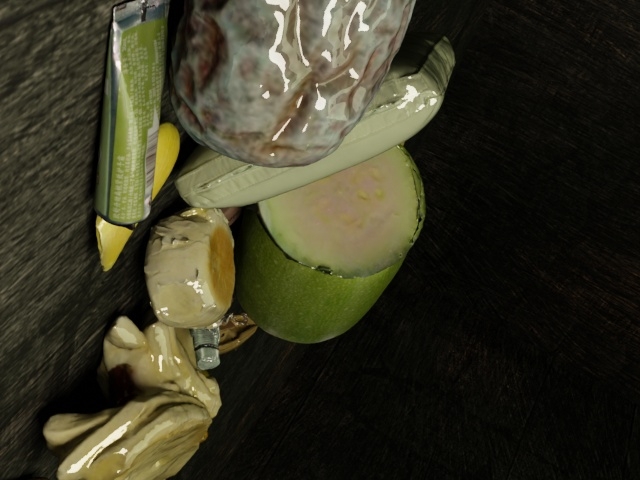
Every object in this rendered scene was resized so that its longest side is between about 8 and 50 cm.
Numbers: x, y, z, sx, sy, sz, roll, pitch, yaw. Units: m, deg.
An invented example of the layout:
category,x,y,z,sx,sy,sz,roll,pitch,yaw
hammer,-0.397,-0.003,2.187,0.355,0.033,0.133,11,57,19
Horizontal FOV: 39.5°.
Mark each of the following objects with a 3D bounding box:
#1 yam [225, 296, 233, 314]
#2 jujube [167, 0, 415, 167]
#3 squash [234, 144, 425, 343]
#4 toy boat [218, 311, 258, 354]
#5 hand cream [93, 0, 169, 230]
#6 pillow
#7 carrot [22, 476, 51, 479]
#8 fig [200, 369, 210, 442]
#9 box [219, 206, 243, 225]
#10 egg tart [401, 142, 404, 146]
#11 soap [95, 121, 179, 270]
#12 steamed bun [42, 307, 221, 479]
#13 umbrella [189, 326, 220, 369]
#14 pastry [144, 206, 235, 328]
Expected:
category,x,y,z,sx,sy,sz,roll,pitch,yaw
yam,-0.217,0.191,1.586,0.241,0.057,0.057,-63,172,16
jujube,-0.024,-0.219,0.805,0.226,0.226,0.317,-48,160,-56
squash,0.000,0.000,1.413,0.263,0.263,0.384,-57,177,-23
toy boat,-0.183,0.155,1.483,0.206,0.064,0.072,-7,136,-54
hand cream,-0.175,-0.112,0.823,0.086,0.055,0.235,-50,157,-55
pillow,0.002,-0.144,1.057,0.322,0.120,0.255,-23,-165,21
carrot,-0.379,0.315,1.069,0.049,0.049,0.254,-59,169,-6
fig,-0.243,0.270,1.510,0.136,0.120,0.153,-41,136,-52
box,-0.146,-0.036,1.329,0.115,0.025,0.048,-50,169,-53
egg tart,0.085,-0.190,1.879,0.294,0.123,0.294,-55,167,-19
soap,-0.198,-0.049,0.934,0.168,0.033,0.089,-59,166,-7
steamed bun,-0.240,0.216,1.226,0.247,0.189,0.428,-35,168,-4
umbrella,-0.165,0.086,1.217,0.050,0.046,0.188,113,-28,-49
pastry,-0.161,0.034,1.126,0.166,0.088,0.166,-2,90,-79
